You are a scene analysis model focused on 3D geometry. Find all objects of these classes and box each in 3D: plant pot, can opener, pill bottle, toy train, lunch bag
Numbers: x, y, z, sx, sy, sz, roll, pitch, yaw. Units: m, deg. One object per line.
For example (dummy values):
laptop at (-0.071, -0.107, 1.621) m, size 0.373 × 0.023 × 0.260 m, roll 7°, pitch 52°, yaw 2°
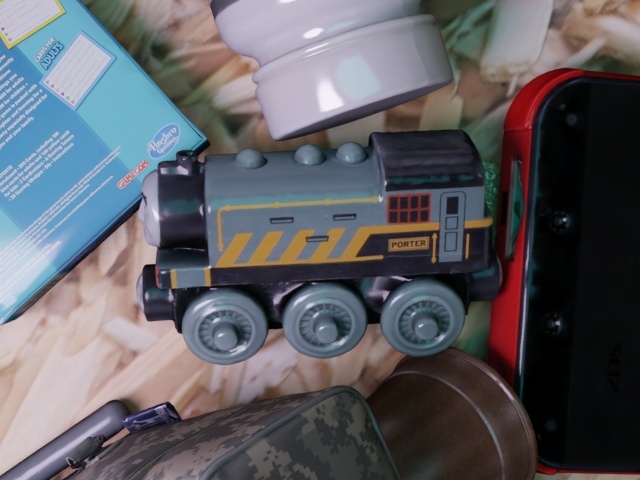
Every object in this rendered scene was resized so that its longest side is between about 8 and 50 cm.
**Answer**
plant pot at (0.076, 0.200, 0.952) m, size 0.165 × 0.167 × 0.167 m, roll -27°, pitch 93°, yaw -43°
can opener at (-0.287, 0.254, 1.011) m, size 0.280 × 0.093 × 0.074 m, roll -34°, pitch 92°, yaw -7°
pill bottle at (-0.017, -0.284, 0.954) m, size 0.204 × 0.204 × 0.361 m, roll -19°, pitch 92°, yaw -3°
toy train at (0.000, 0.000, 0.969) m, size 0.334 × 0.142 × 0.190 m, roll -2°, pitch 117°, yaw -3°
lunch bag at (-0.062, 0.277, 0.840) m, size 0.256 × 0.212 × 0.305 m, roll -21°, pitch 95°, yaw 40°

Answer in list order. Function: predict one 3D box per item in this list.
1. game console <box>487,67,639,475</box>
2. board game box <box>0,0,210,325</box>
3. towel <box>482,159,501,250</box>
game console at (0.333, 0.036, 1.044) m, size 0.342 × 0.060 × 0.386 m, roll 3°, pitch 91°, yaw -15°
board game box at (-0.308, -0.132, 1.004) m, size 0.254 × 0.079 × 0.336 m, roll -42°, pitch 92°, yaw -1°
towel at (0.202, -0.013, 1.059) m, size 0.148 × 0.027 × 0.110 m, roll 20°, pitch 89°, yaw -3°
